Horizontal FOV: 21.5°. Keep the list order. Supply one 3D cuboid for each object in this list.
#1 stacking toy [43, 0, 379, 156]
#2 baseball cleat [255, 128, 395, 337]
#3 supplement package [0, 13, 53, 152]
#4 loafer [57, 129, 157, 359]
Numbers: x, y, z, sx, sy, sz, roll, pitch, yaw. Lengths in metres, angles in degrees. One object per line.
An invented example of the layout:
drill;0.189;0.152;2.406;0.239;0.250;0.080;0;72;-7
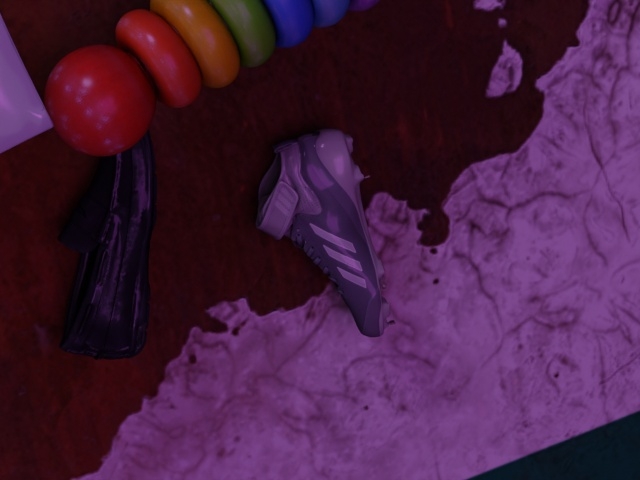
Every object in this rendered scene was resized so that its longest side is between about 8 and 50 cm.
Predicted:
stacking toy;-0.080;-0.181;1.375;0.330;0.141;0.141;-39;118;-14
baseball cleat;0.000;0.000;1.534;0.109;0.072;0.206;-15;107;-6
supplement package;-0.311;-0.137;1.236;0.134;0.244;0.139;-29;115;-15
loafer;-0.183;-0.006;1.431;0.078;0.076;0.223;1;102;-18
